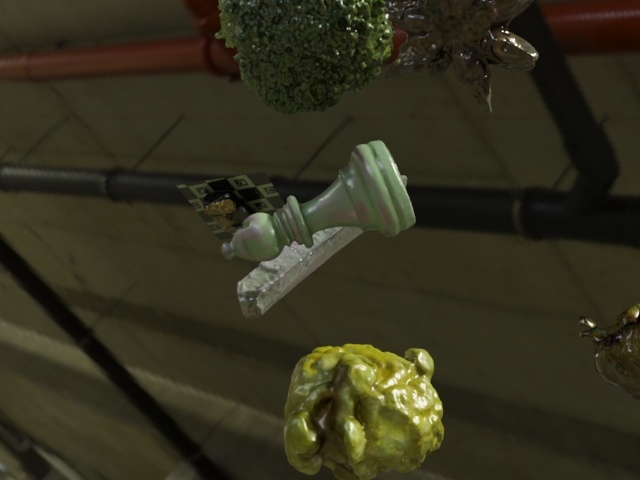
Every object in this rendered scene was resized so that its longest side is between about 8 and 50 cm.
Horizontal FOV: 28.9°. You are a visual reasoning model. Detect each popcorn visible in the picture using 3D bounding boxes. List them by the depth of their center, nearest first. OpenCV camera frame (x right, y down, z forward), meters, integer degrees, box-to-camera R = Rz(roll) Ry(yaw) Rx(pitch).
[{"bbox_3d":[0.070,0.274,1.995,0.250,0.242,0.235,-8,-45,8],"label":"popcorn"}]

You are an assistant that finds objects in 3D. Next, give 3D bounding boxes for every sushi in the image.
[{"bbox_3d":[-0.163,-0.046,2.498,0.192,0.050,0.215,-7,-34,19],"label":"sushi"}]

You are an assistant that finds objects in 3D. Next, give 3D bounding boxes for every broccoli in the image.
[{"bbox_3d":[-0.024,-0.322,1.699,0.235,0.288,0.260,12,45,-61],"label":"broccoli"}]

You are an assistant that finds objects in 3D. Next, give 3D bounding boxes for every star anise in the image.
[{"bbox_3d":[0.242,-0.373,2.232,0.315,0.315,0.108,38,17,4],"label":"star anise"}]

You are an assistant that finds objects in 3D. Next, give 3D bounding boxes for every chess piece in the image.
[{"bbox_3d":[-0.013,-0.034,1.755,0.139,0.271,0.139,159,-90,-89],"label":"chess piece"}]

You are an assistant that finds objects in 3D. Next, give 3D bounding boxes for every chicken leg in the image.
[{"bbox_3d":[0.556,0.164,1.830,0.211,0.140,0.361,33,-29,-26],"label":"chicken leg"}]

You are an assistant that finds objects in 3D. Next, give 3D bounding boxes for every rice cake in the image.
[{"bbox_3d":[0.000,0.000,2.014,0.056,0.365,0.073,37,-27,26],"label":"rice cake"}]
